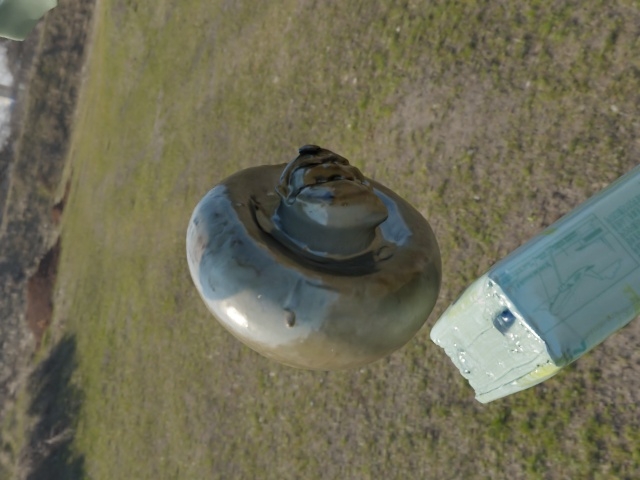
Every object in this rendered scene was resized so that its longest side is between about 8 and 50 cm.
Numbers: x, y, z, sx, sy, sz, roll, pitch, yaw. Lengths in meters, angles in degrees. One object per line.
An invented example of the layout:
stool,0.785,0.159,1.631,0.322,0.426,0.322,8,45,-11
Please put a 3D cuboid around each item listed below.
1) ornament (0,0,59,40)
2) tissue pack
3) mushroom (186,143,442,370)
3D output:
ornament,-0.297,-0.349,0.811,0.285,0.130,0.120,-54,-12,5
tissue pack,0.362,0.045,0.994,0.162,0.388,0.287,55,163,13
mushroom,0.000,0.000,1.022,0.362,0.362,0.295,-109,29,-52
